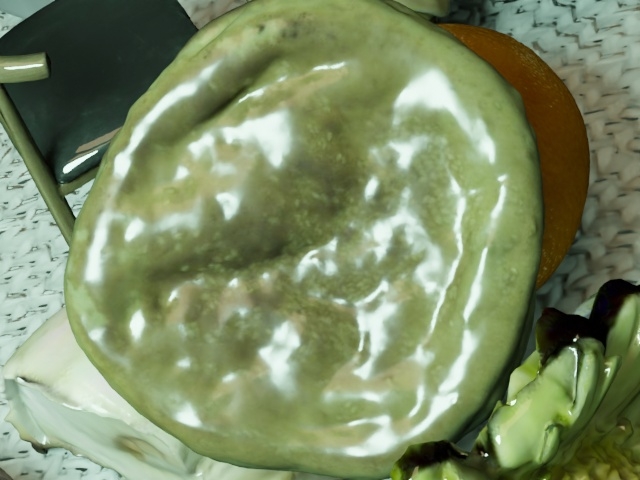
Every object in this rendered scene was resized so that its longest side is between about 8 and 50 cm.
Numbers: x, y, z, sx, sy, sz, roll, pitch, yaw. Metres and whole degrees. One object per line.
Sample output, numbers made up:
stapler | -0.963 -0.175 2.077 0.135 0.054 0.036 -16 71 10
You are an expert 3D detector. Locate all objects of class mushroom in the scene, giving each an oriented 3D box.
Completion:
mushroom | -0.088 0.076 1.031 0.236 0.162 0.173 22 67 30

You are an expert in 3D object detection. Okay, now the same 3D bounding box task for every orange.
orange | 0.080 -0.042 1.034 0.206 0.206 0.206 -10 53 14

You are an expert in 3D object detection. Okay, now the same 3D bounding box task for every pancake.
pancake | 0.000 0.000 0.915 0.294 0.049 0.294 0 92 1

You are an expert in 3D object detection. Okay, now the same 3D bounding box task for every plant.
plant | 0.129 0.140 0.849 0.297 0.306 0.261 25 95 62

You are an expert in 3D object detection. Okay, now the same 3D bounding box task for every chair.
chair | -0.161 -0.112 1.125 0.166 0.272 0.188 -33 52 -3

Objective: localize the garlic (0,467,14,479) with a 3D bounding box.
garlic | -0.299 0.227 1.004 0.245 0.160 0.245 -10 53 14

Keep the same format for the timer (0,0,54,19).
timer | -0.243 -0.319 1.356 0.194 0.195 0.192 21 66 33

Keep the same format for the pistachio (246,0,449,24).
pistachio | 0.015 -0.195 1.208 0.136 0.136 0.226 -43 50 -12
